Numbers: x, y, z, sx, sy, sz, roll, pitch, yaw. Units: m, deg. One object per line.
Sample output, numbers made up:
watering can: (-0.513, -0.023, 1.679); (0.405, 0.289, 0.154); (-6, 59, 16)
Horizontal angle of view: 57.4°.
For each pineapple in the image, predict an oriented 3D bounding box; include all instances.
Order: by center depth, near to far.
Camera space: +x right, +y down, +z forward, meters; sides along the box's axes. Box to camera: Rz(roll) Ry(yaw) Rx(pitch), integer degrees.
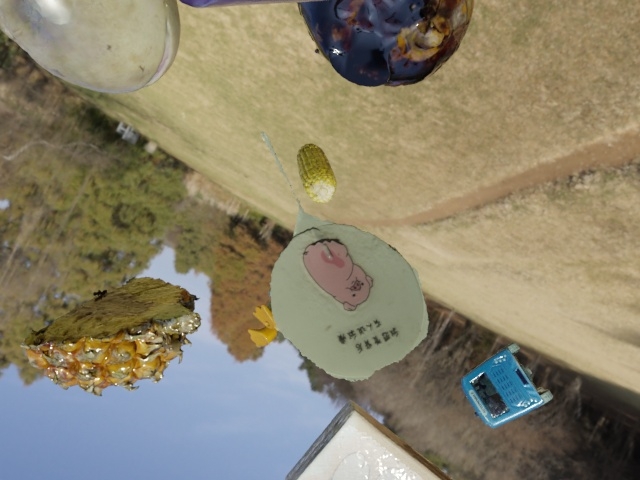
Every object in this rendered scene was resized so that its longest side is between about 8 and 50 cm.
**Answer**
pineapple: (-0.344, 0.221, 1.141); (0.287, 0.208, 0.344); (4, -160, 25)

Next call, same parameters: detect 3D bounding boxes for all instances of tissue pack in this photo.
tissue pack: (0.121, 0.397, 0.849); (0.325, 0.170, 0.071); (37, -175, 1)

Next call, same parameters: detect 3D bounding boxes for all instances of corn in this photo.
corn: (-0.012, -0.166, 1.424); (0.081, 0.081, 0.248); (27, -160, -21)

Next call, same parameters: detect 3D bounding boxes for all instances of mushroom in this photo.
mushroom: (-0.269, -0.286, 0.684); (0.254, 0.184, 0.254); (53, -162, -26)

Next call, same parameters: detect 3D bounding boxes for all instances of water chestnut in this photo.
water chestnut: (0.108, -0.468, 1.073); (0.335, 0.335, 0.346); (28, -146, -33)

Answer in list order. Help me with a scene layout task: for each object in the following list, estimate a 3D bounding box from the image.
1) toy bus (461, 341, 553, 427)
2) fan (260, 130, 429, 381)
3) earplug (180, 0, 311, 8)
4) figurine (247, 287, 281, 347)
toy bus: (0.338, 0.273, 1.092); (0.113, 0.134, 0.246); (59, -173, 19)
fan: (0.000, 0.000, 0.641); (0.310, 0.182, 0.010); (61, 150, 16)
earplug: (0.075, -0.335, 0.566); (0.456, 0.214, 0.215); (-12, -157, -31)
figurine: (-0.041, 0.155, 1.579); (0.187, 0.344, 0.215); (52, 142, 7)
